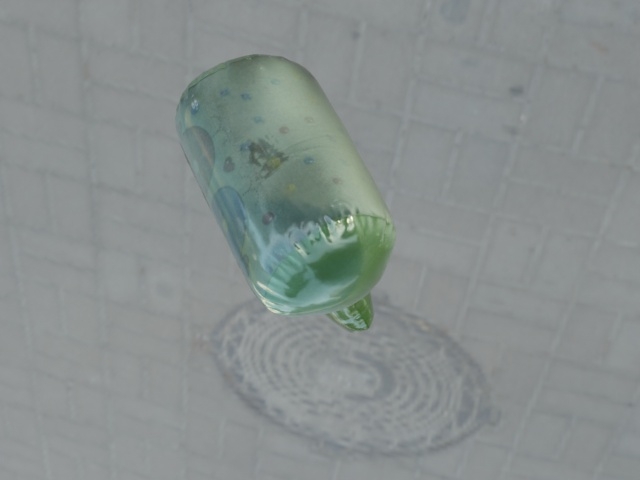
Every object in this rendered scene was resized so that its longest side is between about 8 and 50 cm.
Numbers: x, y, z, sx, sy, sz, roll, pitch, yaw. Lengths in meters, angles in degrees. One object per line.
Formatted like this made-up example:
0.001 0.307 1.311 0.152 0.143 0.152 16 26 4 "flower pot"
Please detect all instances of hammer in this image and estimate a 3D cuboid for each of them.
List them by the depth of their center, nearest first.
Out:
0.000 0.000 1.074 0.118 0.206 0.335 -27 152 2 "hammer"
